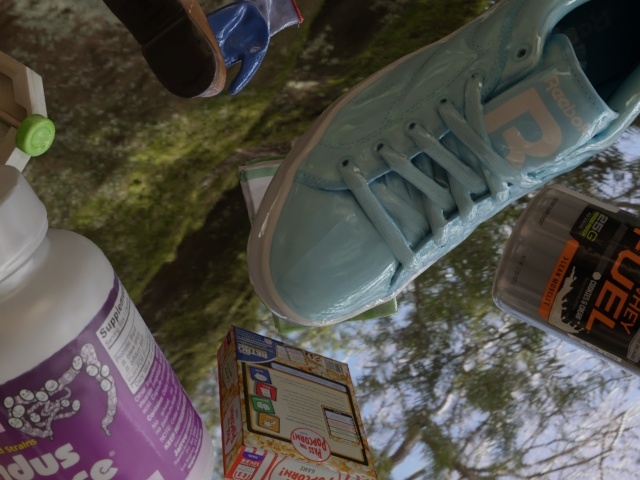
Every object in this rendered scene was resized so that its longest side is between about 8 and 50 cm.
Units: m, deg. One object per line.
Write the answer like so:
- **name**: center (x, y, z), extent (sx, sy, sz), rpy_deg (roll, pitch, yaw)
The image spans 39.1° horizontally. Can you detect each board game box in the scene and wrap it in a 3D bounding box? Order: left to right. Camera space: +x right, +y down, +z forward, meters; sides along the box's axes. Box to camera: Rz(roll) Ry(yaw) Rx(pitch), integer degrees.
- **board game box**: center (-0.029, 0.177, 0.920), extent (0.045, 0.146, 0.193), rpy_deg (-61, -160, 23)

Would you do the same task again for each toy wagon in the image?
- **toy wagon**: center (-0.530, -0.113, 1.254), extent (0.267, 0.068, 0.344), rpy_deg (30, -92, 21)

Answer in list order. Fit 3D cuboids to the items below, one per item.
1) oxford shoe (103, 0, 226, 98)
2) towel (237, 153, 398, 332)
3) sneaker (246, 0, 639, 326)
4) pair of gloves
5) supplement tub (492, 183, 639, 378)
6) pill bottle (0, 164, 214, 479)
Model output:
- **oxford shoe**: center (-0.150, -0.221, 0.817), extent (0.076, 0.076, 0.212), rpy_deg (-26, -91, 13)
- **towel**: center (0.000, 0.000, 0.750), extent (0.113, 0.023, 0.152), rpy_deg (-9, -76, 9)
- **sneaker**: center (0.103, -0.078, 0.581), extent (0.366, 0.150, 0.135), rpy_deg (-43, -79, -6)
- **pair of gloves**: center (-0.110, -0.250, 0.916), extent (0.198, 0.159, 0.023), rpy_deg (62, -11, -23)
- **supplement tub**: center (0.403, 0.067, 1.174), extent (0.316, 0.193, 0.194), rpy_deg (26, -73, 23)
- **pill bottle**: center (-0.213, 0.099, 0.696), extent (0.169, 0.169, 0.302), rpy_deg (-1, -53, 34)
